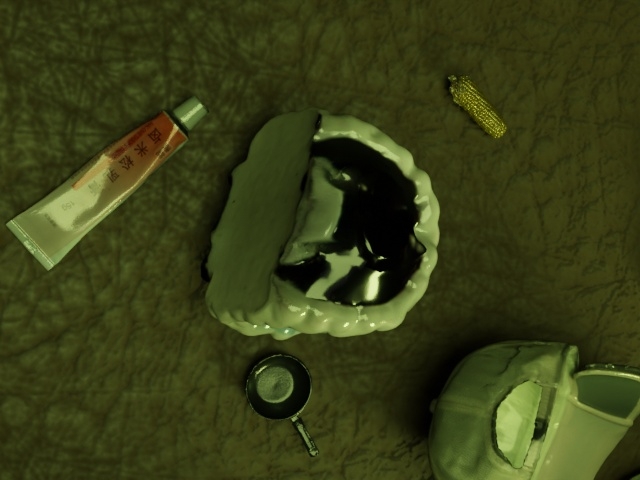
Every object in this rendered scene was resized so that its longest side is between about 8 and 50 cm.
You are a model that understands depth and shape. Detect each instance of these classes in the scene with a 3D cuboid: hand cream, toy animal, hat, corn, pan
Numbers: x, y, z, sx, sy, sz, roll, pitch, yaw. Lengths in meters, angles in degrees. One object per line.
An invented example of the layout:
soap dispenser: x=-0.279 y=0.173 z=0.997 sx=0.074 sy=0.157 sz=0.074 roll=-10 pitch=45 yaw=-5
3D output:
hand cream: x=-0.196 y=-0.064 z=1.076 sx=0.216 sy=0.038 sz=0.052 roll=-41 pitch=77 yaw=-4
toy animal: x=0.000 y=0.000 z=1.056 sx=0.156 sy=0.204 sz=0.208 roll=27 pitch=69 yaw=-31
hat: x=0.221 y=0.210 z=1.166 sx=0.275 sy=0.161 sz=0.232 roll=30 pitch=85 yaw=-40
corn: x=0.160 y=-0.139 z=1.166 sx=0.027 sy=0.028 sz=0.083 roll=-34 pitch=108 yaw=34
pan: x=-0.033 y=0.166 z=1.145 sx=0.068 sy=0.023 sz=0.115 roll=-28 pitch=100 yaw=-12

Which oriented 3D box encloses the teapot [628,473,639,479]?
teapot: x=0.378 y=0.361 z=1.202 sx=0.163 sy=0.178 sz=0.221 roll=45 pitch=84 yaw=-15
